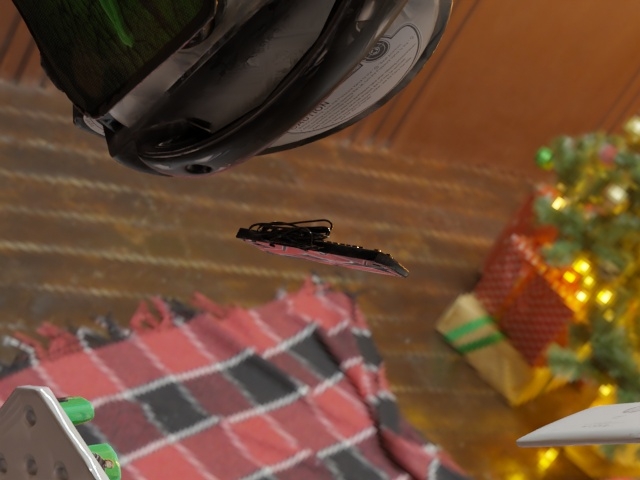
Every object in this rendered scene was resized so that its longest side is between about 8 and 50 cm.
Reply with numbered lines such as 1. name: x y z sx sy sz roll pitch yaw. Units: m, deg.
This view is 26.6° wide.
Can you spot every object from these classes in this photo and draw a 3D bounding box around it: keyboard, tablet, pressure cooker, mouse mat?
1. keyboard: 0.000 0.000 1.481 0.192 0.038 0.100 9 -11 32
2. tablet: 0.127 0.076 0.567 0.054 0.083 0.006 -16 91 -35
3. pressure cooker: -0.082 -0.272 1.228 0.375 0.370 0.420 -11 57 -10
4. mouse mat: -0.116 -0.146 0.534 0.007 0.152 0.190 -32 93 -30

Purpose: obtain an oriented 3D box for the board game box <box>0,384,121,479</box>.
1. board game box: -0.165 0.355 0.851 0.390 0.390 0.050 51 27 23
